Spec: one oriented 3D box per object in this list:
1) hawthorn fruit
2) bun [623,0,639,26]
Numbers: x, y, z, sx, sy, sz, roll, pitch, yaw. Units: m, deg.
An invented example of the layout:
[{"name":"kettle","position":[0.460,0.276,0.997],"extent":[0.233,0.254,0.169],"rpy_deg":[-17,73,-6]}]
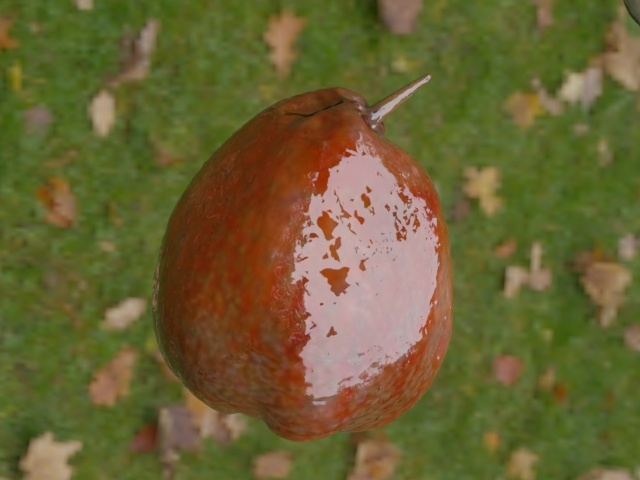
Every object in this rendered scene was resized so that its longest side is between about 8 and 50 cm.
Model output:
[{"name":"hawthorn fruit","position":[0.000,0.000,1.335],"extent":[0.210,0.210,0.262],"rpy_deg":[15,96,-48]},{"name":"bun","position":[0.120,-0.090,0.526],"extent":[0.094,0.138,0.138],"rpy_deg":[-42,132,7]}]
